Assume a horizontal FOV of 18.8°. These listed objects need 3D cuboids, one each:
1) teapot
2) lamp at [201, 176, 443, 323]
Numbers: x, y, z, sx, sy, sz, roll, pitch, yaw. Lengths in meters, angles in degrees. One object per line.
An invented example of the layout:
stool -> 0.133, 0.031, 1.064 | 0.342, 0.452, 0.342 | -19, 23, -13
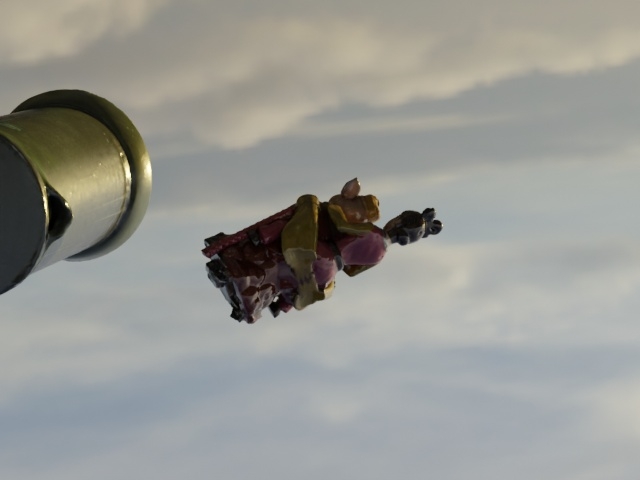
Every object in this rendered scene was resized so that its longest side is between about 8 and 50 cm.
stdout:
teapot -> -0.354, -0.054, 2.068 | 0.270, 0.200, 0.337 | 9, -169, 12
lamp -> 0.000, 0.000, 2.107 | 0.253, 0.118, 0.118 | -26, -170, -11
